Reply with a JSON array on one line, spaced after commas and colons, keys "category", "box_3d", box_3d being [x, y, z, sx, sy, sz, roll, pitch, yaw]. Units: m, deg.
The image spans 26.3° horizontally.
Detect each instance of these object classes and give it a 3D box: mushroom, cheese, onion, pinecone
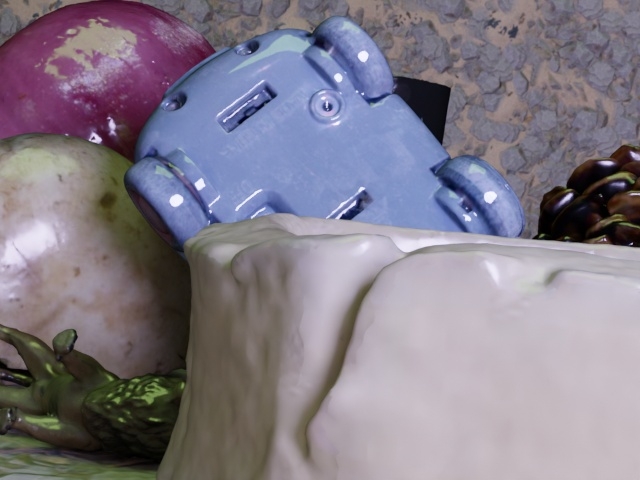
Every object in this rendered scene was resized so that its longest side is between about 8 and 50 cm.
[{"category": "mushroom", "box_3d": [-0.221, 0.009, 1.084, 0.254, 0.189, 0.195, 7, 3, -33]}, {"category": "cheese", "box_3d": [0.092, 0.073, 0.614, 0.332, 0.153, 0.292, 4, 2, 0]}, {"category": "onion", "box_3d": [-0.247, -0.097, 1.340, 0.358, 0.344, 0.358, -18, -15, -5]}, {"category": "pinecone", "box_3d": [0.279, 0.041, 1.171, 0.224, 0.224, 0.272, 6, 27, 10]}]

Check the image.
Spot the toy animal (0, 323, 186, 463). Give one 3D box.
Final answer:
[{"category": "toy animal", "box_3d": [-0.160, 0.086, 0.803, 0.220, 0.069, 0.086, 15, -13, 29]}]

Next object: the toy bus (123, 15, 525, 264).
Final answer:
[{"category": "toy bus", "box_3d": [0.000, 0.000, 1.005, 0.294, 0.197, 0.232, 47, -14, 10]}]

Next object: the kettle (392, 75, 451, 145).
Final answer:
[{"category": "kettle", "box_3d": [0.032, -0.057, 1.731, 0.203, 0.308, 0.262, 8, 3, 37]}]
